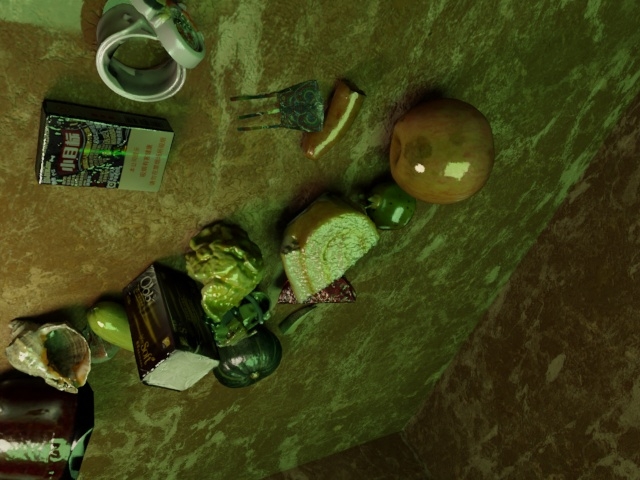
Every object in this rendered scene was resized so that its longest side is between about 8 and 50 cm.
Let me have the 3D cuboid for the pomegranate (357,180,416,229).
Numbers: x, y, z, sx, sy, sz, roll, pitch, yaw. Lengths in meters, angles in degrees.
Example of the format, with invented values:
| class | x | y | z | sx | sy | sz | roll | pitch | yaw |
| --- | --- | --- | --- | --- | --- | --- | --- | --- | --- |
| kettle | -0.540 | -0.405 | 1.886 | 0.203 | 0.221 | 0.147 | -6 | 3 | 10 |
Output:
| class | x | y | z | sx | sy | sz | roll | pitch | yaw |
| --- | --- | --- | --- | --- | --- | --- | --- | --- | --- |
| pomegranate | 0.252 | -0.128 | 1.945 | 0.198 | 0.198 | 0.246 | -52 | 163 | 20 |

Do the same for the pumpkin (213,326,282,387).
| class | x | y | z | sx | sy | sz | roll | pitch | yaw |
| --- | --- | --- | --- | --- | --- | --- | --- | --- | --- |
| pumpkin | -0.309 | 0.483 | 2.180 | 0.300 | 0.207 | 0.300 | -25 | 156 | -12 |

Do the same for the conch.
| class | x | y | z | sx | sy | sz | roll | pitch | yaw |
| --- | --- | --- | --- | --- | --- | --- | --- | --- | --- |
| conch | -0.864 | 0.352 | 1.674 | 0.210 | 0.159 | 0.291 | -43 | 114 | -18 |

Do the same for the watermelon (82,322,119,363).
| class | x | y | z | sx | sy | sz | roll | pitch | yaw |
| --- | --- | --- | --- | --- | --- | --- | --- | --- | --- |
| watermelon | -0.769 | 0.358 | 1.799 | 0.097 | 0.121 | 0.158 | -15 | 138 | 11 |

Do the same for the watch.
| class | x | y | z | sx | sy | sz | roll | pitch | yaw |
| --- | --- | --- | --- | --- | --- | --- | --- | --- | --- |
| watch | -0.412 | -0.461 | 1.193 | 0.231 | 0.196 | 0.244 | -25 | 145 | 22 |

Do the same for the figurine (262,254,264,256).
| class | x | y | z | sx | sy | sz | roll | pitch | yaw |
| --- | --- | --- | --- | --- | --- | --- | --- | --- | --- |
| figurine | -0.278 | 0.108 | 1.911 | 0.178 | 0.109 | 0.130 | -29 | 119 | -13 |

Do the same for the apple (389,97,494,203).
| class | x | y | z | sx | sy | sz | roll | pitch | yaw |
| --- | --- | --- | --- | --- | --- | --- | --- | --- | --- |
| apple | 0.401 | -0.296 | 1.778 | 0.363 | 0.364 | 0.364 | -20 | 139 | -18 |

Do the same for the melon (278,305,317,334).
| class | x | y | z | sx | sy | sz | roll | pitch | yaw |
| --- | --- | --- | --- | --- | --- | --- | --- | --- | --- |
| melon | -0.096 | 0.348 | 2.312 | 0.182 | 0.054 | 0.098 | -48 | 146 | 16 |

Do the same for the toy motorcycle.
| class | x | y | z | sx | sy | sz | roll | pitch | yaw |
| --- | --- | --- | --- | --- | --- | --- | --- | --- | --- |
| toy motorcycle | -0.322 | 0.299 | 1.949 | 0.237 | 0.169 | 0.410 | -41 | 170 | 19 |

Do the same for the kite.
| class | x | y | z | sx | sy | sz | roll | pitch | yaw |
| --- | --- | --- | --- | --- | --- | --- | --- | --- | --- |
| kite | -0.122 | -0.385 | 1.536 | 0.285 | 0.015 | 0.152 | -12 | 105 | -22 |

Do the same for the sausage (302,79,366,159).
| class | x | y | z | sx | sy | sz | roll | pitch | yaw |
| --- | --- | --- | --- | --- | --- | --- | --- | --- | --- |
| sausage | 0.038 | -0.369 | 1.638 | 0.108 | 0.109 | 0.271 | 17 | 118 | -45 |

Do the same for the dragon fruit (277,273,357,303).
| class | x | y | z | sx | sy | sz | roll | pitch | yaw |
| --- | --- | --- | --- | --- | --- | --- | --- | --- | --- |
| dragon fruit | -0.015 | 0.160 | 2.109 | 0.316 | 0.205 | 0.152 | -3 | 98 | 2 |

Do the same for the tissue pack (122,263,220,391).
| class | x | y | z | sx | sy | sz | roll | pitch | yaw |
| --- | --- | --- | --- | --- | --- | --- | --- | --- | --- |
| tissue pack | -0.497 | 0.279 | 1.709 | 0.198 | 0.370 | 0.210 | -41 | 142 | 15 |

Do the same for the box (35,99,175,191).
| class | x | y | z | sx | sy | sz | roll | pitch | yaw |
| --- | --- | --- | --- | --- | --- | --- | --- | --- | --- |
| box | -0.557 | -0.237 | 1.355 | 0.310 | 0.084 | 0.198 | 1 | 130 | -37 |

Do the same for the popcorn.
| class | x | y | z | sx | sy | sz | roll | pitch | yaw |
| --- | --- | --- | --- | --- | --- | --- | --- | --- | --- |
| popcorn | -0.323 | 0.082 | 1.732 | 0.292 | 0.293 | 0.237 | 17 | 125 | -45 |

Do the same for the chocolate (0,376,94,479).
| class | x | y | z | sx | sy | sz | roll | pitch | yaw |
| --- | --- | --- | --- | --- | --- | --- | --- | --- | --- |
| chocolate | -0.979 | 0.612 | 1.713 | 0.331 | 0.384 | 0.384 | 19 | 118 | -43 |

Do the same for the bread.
| class | x | y | z | sx | sy | sz | roll | pitch | yaw |
| --- | --- | --- | --- | --- | --- | --- | --- | --- | --- |
| bread | -0.009 | 0.002 | 1.856 | 0.395 | 0.239 | 0.264 | -40 | 107 | 7 |

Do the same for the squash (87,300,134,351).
| class | x | y | z | sx | sy | sz | roll | pitch | yaw |
| --- | --- | --- | --- | --- | --- | --- | --- | --- | --- |
| squash | -0.686 | 0.285 | 1.763 | 0.132 | 0.133 | 0.247 | -39 | 140 | 5 |
